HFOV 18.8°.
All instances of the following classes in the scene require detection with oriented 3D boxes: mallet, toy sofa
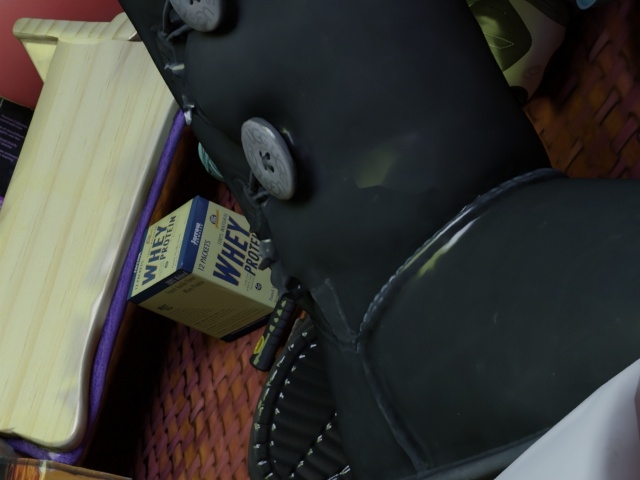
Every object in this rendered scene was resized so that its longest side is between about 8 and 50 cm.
[{"bbox_3d":[0.000,0.000,1.258,0.189,0.039,0.062,-69,21,2],"label":"mallet"},{"bbox_3d":[-0.174,0.020,1.447,0.177,0.150,0.362,5,68,27],"label":"toy sofa"}]

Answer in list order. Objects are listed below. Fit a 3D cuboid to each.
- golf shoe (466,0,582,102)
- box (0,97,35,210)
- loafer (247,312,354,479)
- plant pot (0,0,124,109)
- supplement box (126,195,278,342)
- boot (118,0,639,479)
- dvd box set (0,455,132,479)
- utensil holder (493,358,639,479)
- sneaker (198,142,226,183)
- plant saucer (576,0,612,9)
[{"bbox_3d":[0.072,-0.106,1.154,0.198,0.077,0.094,-19,51,60],"label":"golf shoe"},{"bbox_3d":[-0.248,-0.081,1.736,0.029,0.116,0.162,14,81,64],"label":"box"},{"bbox_3d":[0.024,0.059,1.116,0.220,0.080,0.078,-63,-1,-18],"label":"loafer"},{"bbox_3d":[-0.201,-0.256,1.591,0.243,0.275,0.275,-47,30,29],"label":"plant pot"},{"bbox_3d":[-0.073,0.021,1.320,0.083,0.083,0.056,-29,43,53],"label":"supplement box"},{"bbox_3d":[0.043,-0.104,0.830,0.367,0.146,0.445,-33,77,50],"label":"boot"},{"bbox_3d":[-0.238,0.336,1.150,0.307,0.062,0.420,-8,69,61],"label":"dvd box set"},{"bbox_3d":[0.065,0.260,0.531,0.385,0.327,0.327,-49,28,27],"label":"utensil holder"},{"bbox_3d":[-0.029,-0.169,1.384,0.122,0.110,0.283,-11,58,65],"label":"sneaker"},{"bbox_3d":[0.160,-0.169,0.966,0.119,0.021,0.119,-162,90,-83],"label":"plant saucer"}]
